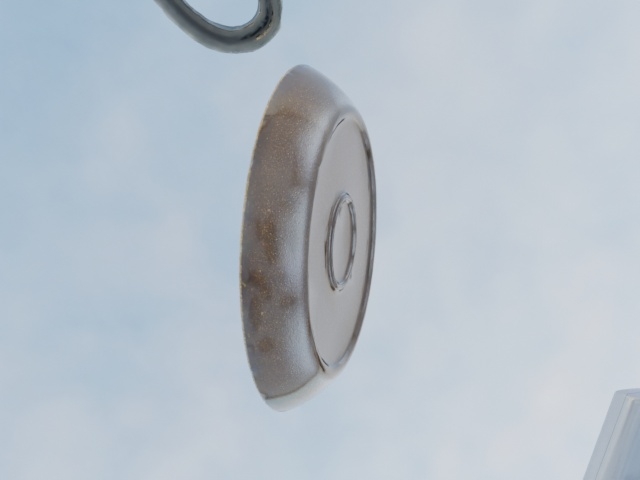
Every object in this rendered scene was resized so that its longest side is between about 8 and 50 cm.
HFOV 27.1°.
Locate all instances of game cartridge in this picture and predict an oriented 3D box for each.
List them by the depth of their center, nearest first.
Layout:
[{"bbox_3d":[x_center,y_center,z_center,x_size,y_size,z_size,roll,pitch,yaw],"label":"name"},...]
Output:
[{"bbox_3d":[0.462,0.293,1.656,0.297,0.062,0.198,19,-85,-29],"label":"game cartridge"}]

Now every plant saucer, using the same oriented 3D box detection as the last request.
[{"bbox_3d":[0.000,0.000,1.183,0.310,0.050,0.311,5,-90,-75],"label":"plant saucer"}]

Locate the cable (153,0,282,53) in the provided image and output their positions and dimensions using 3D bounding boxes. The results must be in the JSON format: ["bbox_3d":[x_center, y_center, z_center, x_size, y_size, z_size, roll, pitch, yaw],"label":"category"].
[{"bbox_3d":[-0.143,-0.214,0.790,0.139,0.072,0.287,-36,-79,2],"label":"cable"}]
